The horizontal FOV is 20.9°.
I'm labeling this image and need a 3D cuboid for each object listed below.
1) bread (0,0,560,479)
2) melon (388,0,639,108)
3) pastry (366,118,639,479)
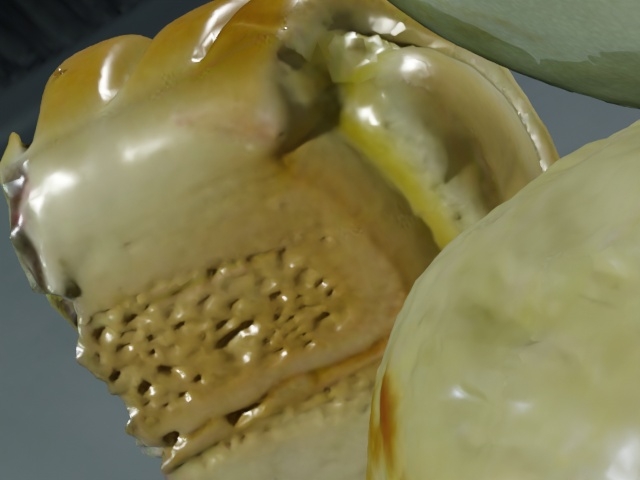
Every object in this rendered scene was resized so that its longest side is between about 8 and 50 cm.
[{"bbox_3d":[0.000,0.000,0.947,0.270,0.316,0.211,-25,23,14],"label":"bread"},{"bbox_3d":[0.094,-0.151,0.381,0.271,0.272,0.308,-30,31,12],"label":"melon"},{"bbox_3d":[0.190,0.140,0.697,0.388,0.388,0.313,24,66,36],"label":"pastry"}]
